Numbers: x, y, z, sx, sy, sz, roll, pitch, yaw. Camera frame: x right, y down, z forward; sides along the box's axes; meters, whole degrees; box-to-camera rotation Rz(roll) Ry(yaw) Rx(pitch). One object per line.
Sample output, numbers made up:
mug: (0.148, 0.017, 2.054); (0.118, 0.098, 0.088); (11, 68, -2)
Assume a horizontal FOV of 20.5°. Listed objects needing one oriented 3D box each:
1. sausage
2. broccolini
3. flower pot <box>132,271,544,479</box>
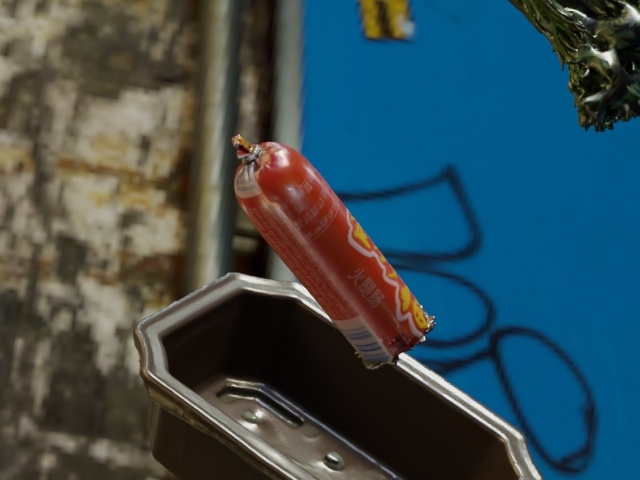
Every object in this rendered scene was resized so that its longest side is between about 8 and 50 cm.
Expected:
sausage: (0.000, 0.000, 0.864); (0.048, 0.145, 0.050); (-20, -146, 30)
broccolini: (0.064, -0.151, 0.797); (0.057, 0.254, 0.071); (-45, -175, 26)
flower pot: (0.000, 0.131, 1.090); (0.179, 0.251, 0.084); (-30, 148, -54)
